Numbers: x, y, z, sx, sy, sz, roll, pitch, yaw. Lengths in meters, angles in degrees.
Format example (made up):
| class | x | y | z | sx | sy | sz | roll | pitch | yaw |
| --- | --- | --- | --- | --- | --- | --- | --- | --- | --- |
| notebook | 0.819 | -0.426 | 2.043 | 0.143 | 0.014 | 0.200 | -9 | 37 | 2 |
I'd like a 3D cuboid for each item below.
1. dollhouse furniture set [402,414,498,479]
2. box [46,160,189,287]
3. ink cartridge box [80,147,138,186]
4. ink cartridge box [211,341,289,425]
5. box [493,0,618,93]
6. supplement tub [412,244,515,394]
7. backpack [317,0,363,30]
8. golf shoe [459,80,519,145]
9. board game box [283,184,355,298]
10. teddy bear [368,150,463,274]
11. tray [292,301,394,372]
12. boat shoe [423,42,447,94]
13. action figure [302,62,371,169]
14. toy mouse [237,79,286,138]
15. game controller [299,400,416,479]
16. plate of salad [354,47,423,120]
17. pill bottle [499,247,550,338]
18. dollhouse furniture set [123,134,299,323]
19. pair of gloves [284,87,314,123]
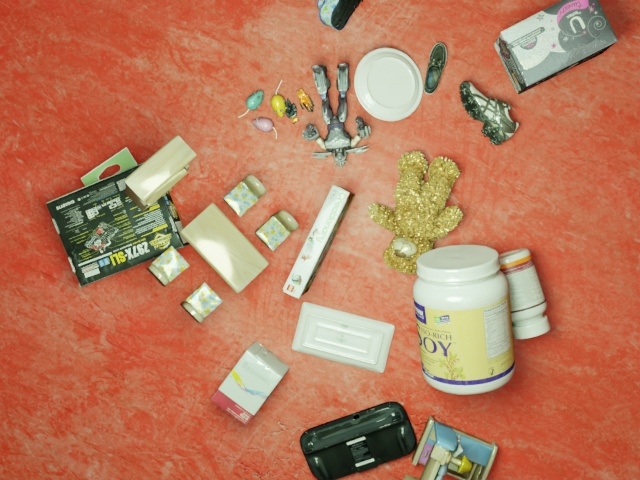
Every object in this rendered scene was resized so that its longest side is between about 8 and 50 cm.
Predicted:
| class | x | y | z | sx | sy | sz | roll | pitch | yaw |
| --- | --- | --- | --- | --- | --- | --- | --- | --- | --- |
| dollhouse furniture set | 0.338 | 0.639 | 1.748 | 0.198 | 0.303 | 0.286 | 21 | 95 | 6 |
| box | -0.562 | -0.046 | 1.878 | 0.322 | 0.079 | 0.257 | -22 | 94 | 6 |
| ink cartridge box | -0.550 | -0.123 | 1.935 | 0.171 | 0.056 | 0.235 | -32 | 89 | 7 |
| ink cartridge box | -0.193 | 0.395 | 1.885 | 0.127 | 0.128 | 0.176 | 36 | 97 | 3 |
| box | 0.599 | -0.512 | 1.737 | 0.247 | 0.142 | 0.163 | -26 | 90 | 7 |
| supplement tub | 0.365 | 0.197 | 1.725 | 0.241 | 0.241 | 0.331 | -7 | 105 | 7 |
| backpack | 0.043 | -0.632 | 1.818 | 0.084 | 0.105 | 0.114 | 31 | 97 | 27 |
| golf shoe | 0.450 | -0.354 | 1.806 | 0.094 | 0.077 | 0.198 | -36 | 93 | -7 |
| board game box | 0.000 | 0.000 | 1.809 | 0.053 | 0.193 | 0.305 | 26 | 96 | 5 |
| teddy bear | 0.259 | -0.075 | 1.817 | 0.245 | 0.113 | 0.337 | 30 | 96 | 6 |
| tray | 0.062 | 0.275 | 1.899 | 0.271 | 0.030 | 0.145 | 14 | 94 | 6 |
| boat shoe | 0.312 | -0.466 | 1.824 | 0.049 | 0.040 | 0.142 | 13 | 95 | 6 |
| action figure | 0.038 | -0.332 | 1.837 | 0.186 | 0.099 | 0.284 | -7 | 96 | 1 |
| toy mouse | -0.168 | -0.360 | 1.885 | 0.143 | 0.031 | 0.160 | -6 | 97 | 11 |
| game controller | 0.106 | 0.571 | 1.902 | 0.319 | 0.067 | 0.166 | -21 | 105 | 8 |
| plate of salad | 0.183 | -0.421 | 1.829 | 0.200 | 0.048 | 0.199 | 1 | 88 | -16 |
| pill bottle | 0.528 | 0.141 | 1.790 | 0.121 | 0.121 | 0.221 | -18 | 91 | 7 |
| dollhouse furniture set | -0.300 | -0.045 | 1.724 | 0.362 | 0.256 | 0.394 | -44 | 98 | -14 |
| pair of gloves | -0.063 | -0.376 | 1.888 | 0.083 | 0.010 | 0.074 | -31 | 90 | 10 |
